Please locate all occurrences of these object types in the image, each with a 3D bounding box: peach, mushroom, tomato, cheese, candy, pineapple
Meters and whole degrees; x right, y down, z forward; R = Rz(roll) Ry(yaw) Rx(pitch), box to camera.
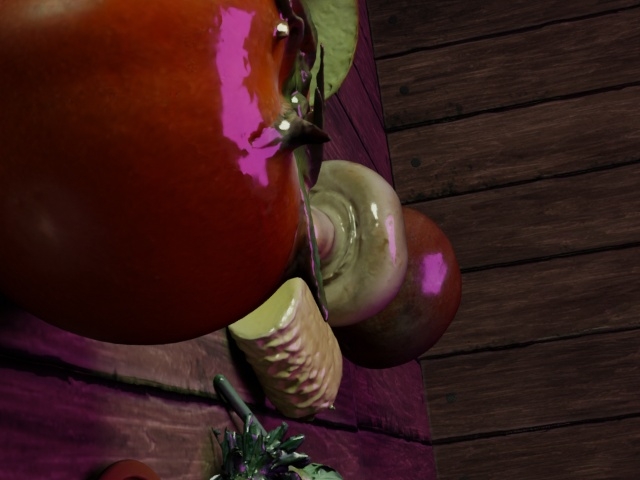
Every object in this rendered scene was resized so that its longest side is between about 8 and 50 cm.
[{"bbox_3d":[0.098,0.077,1.594,0.252,0.252,0.252,-10,90,-80],"label":"peach"},{"bbox_3d":[0.003,0.012,1.248,0.209,0.206,0.206,-31,115,-44],"label":"mushroom"},{"bbox_3d":[-0.100,-0.069,0.589,0.256,0.224,0.256,-7,90,-83],"label":"tomato"},{"bbox_3d":[-0.041,0.112,1.151,0.167,0.094,0.123,65,27,-43],"label":"cheese"},{"bbox_3d":[-0.042,0.236,1.105,0.091,0.083,0.305,45,-11,46],"label":"candy"},{"bbox_3d":[-0.056,0.258,0.907,0.221,0.103,0.083,-90,-160,-49],"label":"pineapple"}]

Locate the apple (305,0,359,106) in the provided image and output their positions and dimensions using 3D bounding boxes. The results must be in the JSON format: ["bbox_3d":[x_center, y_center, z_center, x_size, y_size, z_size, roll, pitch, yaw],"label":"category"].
[{"bbox_3d":[-0.058,-0.355,1.422,0.179,0.254,0.346,-38,127,-32],"label":"apple"}]

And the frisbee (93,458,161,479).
[{"bbox_3d":[-0.125,0.277,0.704,0.251,0.021,0.251,-10,90,-80],"label":"frisbee"}]
